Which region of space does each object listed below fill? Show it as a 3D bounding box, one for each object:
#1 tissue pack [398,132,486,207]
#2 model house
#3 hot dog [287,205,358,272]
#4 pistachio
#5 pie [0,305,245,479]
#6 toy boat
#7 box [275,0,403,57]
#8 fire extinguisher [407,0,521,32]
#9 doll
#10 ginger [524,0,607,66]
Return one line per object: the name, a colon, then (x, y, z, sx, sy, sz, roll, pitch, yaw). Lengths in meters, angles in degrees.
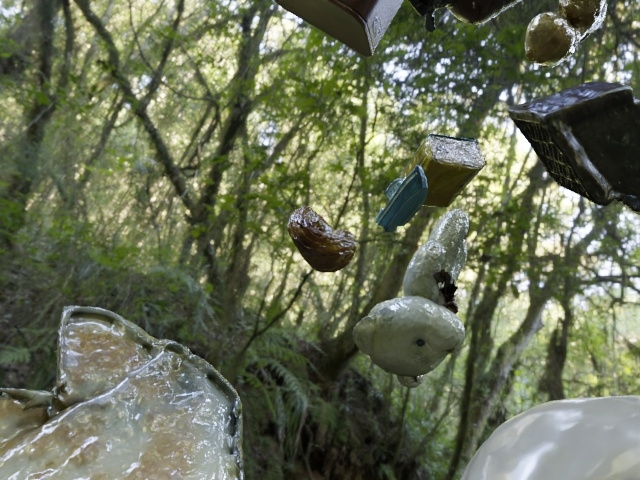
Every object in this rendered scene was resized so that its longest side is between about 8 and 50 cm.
tissue pack: (0.396, -0.223, 1.747, 0.192, 0.134, 0.271, 4, -27, -12)
model house: (0.243, -0.090, 0.481, 0.152, 0.165, 0.106, 13, -75, -5)
hot dog: (0.000, 0.003, 0.737, 0.099, 0.065, 0.147, 32, -8, 14)
pistachio: (0.247, 0.249, 0.459, 0.332, 0.226, 0.207, -7, -47, -22)
pie: (-0.227, 0.199, 0.482, 0.338, 0.337, 0.075, 20, -52, -2)
toy boat: (0.215, -0.121, 1.419, 0.088, 0.102, 0.215, -8, -33, -34)
box: (0.044, -0.675, 1.321, 0.339, 0.229, 0.239, 35, 4, 12)
fire extinguisher: (0.235, -0.349, 0.593, 0.337, 0.114, 0.135, -30, -31, 5)
doll: (0.176, 0.082, 0.799, 0.175, 0.278, 0.149, 43, -27, -29)
ginger: (0.606, -0.529, 1.233, 0.122, 0.363, 0.348, 27, 2, 25)
